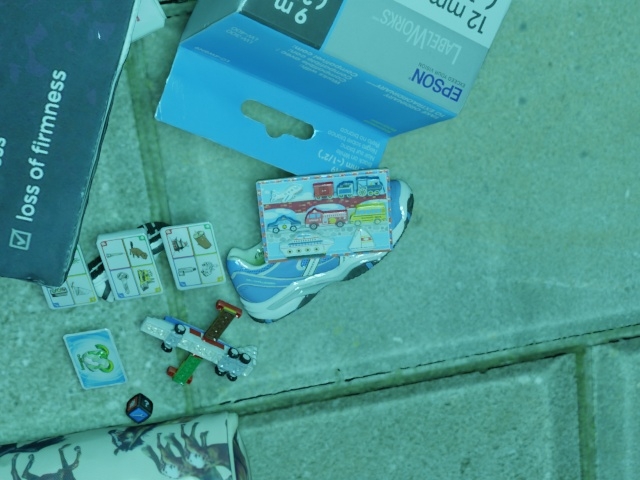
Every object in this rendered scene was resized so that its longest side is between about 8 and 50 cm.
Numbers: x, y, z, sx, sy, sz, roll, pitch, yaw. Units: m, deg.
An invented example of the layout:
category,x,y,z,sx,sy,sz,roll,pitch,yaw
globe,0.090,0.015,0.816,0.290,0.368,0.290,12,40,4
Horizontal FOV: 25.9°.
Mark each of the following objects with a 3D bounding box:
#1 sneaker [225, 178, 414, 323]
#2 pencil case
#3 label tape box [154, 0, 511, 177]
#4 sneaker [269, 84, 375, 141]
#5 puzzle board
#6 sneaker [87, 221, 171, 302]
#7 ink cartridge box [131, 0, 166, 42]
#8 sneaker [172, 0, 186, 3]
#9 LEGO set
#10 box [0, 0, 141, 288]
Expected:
category,x,y,z,sx,sy,sz,roll,pitch,yaw
sneaker,0.000,0.000,1.411,0.211,0.080,0.081,-35,118,2
pencil case,-0.271,0.294,1.433,0.410,0.160,0.183,-8,101,-9
label tape box,0.035,-0.220,1.261,0.249,0.115,0.347,21,95,-29
sneaker,-0.002,-0.160,1.364,0.162,0.063,0.073,25,96,-29
puzzle board,0.005,-0.022,1.353,0.128,0.011,0.096,-5,124,0
sneaker,-0.189,0.021,1.408,0.109,0.040,0.044,-33,125,9
ink cartridge box,-0.265,-0.223,1.259,0.208,0.087,0.153,-25,115,0
sneaker,-0.151,-0.374,1.219,0.146,0.134,0.343,7,124,24
LEGO set,-0.171,0.080,1.415,0.182,0.060,0.244,-9,126,5
box,-0.353,-0.275,0.974,0.472,0.297,0.480,13,114,-14
